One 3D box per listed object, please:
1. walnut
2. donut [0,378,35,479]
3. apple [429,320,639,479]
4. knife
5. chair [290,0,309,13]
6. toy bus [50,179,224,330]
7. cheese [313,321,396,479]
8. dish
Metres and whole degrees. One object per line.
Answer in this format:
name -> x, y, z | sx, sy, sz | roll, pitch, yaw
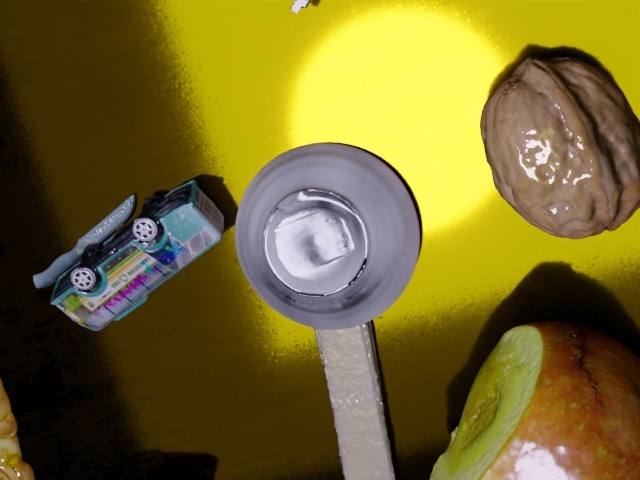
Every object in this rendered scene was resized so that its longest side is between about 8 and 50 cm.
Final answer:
walnut -> 0.302, -0.114, 1.454 | 0.198, 0.198, 0.245 | -22, 103, 15
donut -> -0.527, 0.302, 1.699 | 0.128, 0.208, 0.261 | -16, 96, 14
apple -> 0.298, 0.306, 1.507 | 0.374, 0.374, 0.384 | -29, 68, 16
knife -> -0.338, 0.005, 1.688 | 0.210, 0.015, 0.028 | -37, 90, 16
chair -> 0.005, -0.403, 1.487 | 0.101, 0.084, 0.212 | 40, 107, -6
toy bus -> -0.257, 0.022, 1.636 | 0.261, 0.091, 0.109 | -36, 113, 18
cheese -> 0.059, 0.268, 1.677 | 0.085, 0.034, 0.400 | -9, 103, 8
dish -> 0.000, 0.000, 1.574 | 0.260, 0.085, 0.260 | 2, 97, 12
